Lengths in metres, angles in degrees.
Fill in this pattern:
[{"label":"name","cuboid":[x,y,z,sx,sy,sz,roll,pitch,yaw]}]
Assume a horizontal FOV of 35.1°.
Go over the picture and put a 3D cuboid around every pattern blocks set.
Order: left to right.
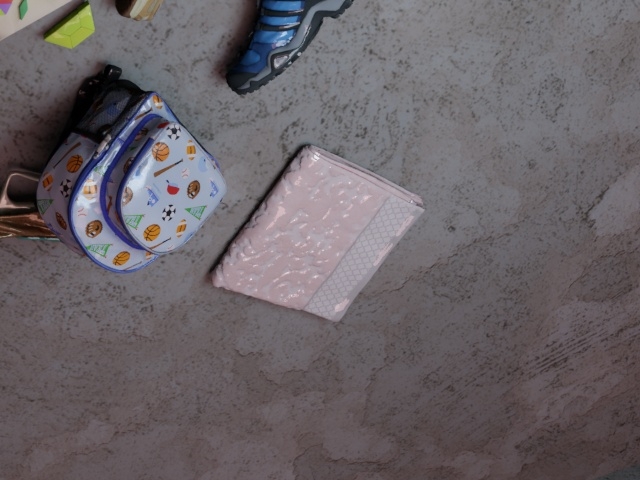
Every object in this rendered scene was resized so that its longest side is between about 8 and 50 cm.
[{"label":"pattern blocks set","cuboid":[-0.429,-0.378,1.429,0.325,0.026,0.285,-40,133,13]}]

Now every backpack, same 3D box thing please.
[{"label":"backpack","cuboid":[-0.298,-0.082,1.585,0.263,0.213,0.276,-50,134,-11]}]

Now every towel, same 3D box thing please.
[{"label":"towel","cuboid":[0.000,0.000,1.938,0.317,0.053,0.332,21,116,-36]}]

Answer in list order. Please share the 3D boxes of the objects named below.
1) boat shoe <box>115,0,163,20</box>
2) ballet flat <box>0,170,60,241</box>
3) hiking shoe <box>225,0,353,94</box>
[{"label":"boat shoe","cuboid":[-0.228,-0.403,1.490,0.072,0.068,0.190,9,134,-45]},{"label":"ballet flat","cuboid":[-0.513,-0.049,1.632,0.342,0.116,0.124,-6,110,-21]},{"label":"hiking shoe","cuboid":[-0.057,-0.361,1.591,0.132,0.113,0.304,43,112,-12]}]
